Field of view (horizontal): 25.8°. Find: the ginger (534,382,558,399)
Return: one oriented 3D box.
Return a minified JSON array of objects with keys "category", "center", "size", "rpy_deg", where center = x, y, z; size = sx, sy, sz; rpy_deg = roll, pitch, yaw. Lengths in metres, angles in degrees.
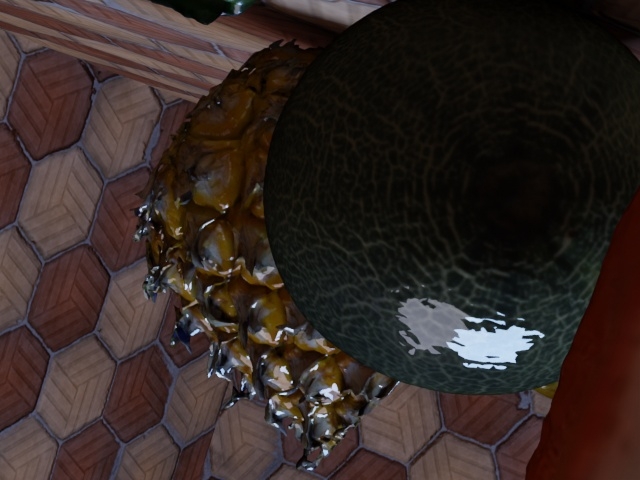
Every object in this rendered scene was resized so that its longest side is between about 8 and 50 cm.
[{"category":"ginger","center":[0.340,0.055,1.246],"size":[0.358,0.152,0.274],"rpy_deg":[-27,145,19]}]

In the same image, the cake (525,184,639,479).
[{"category":"cake","center":[0.259,0.052,0.461],"size":[0.320,0.270,0.269],"rpy_deg":[18,-179,23]}]

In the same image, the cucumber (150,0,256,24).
[{"category":"cucumber","center":[-0.047,-0.145,0.481],"size":[0.193,0.086,0.115],"rpy_deg":[21,139,47]}]

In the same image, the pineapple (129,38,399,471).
[{"category":"pineapple","center":[0.000,0.000,1.254],"size":[0.300,0.352,0.352],"rpy_deg":[39,-176,8]}]

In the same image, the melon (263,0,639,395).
[{"category":"melon","center":[0.084,-0.027,0.824],"size":[0.238,0.237,0.302],"rpy_deg":[17,-179,-4]}]
